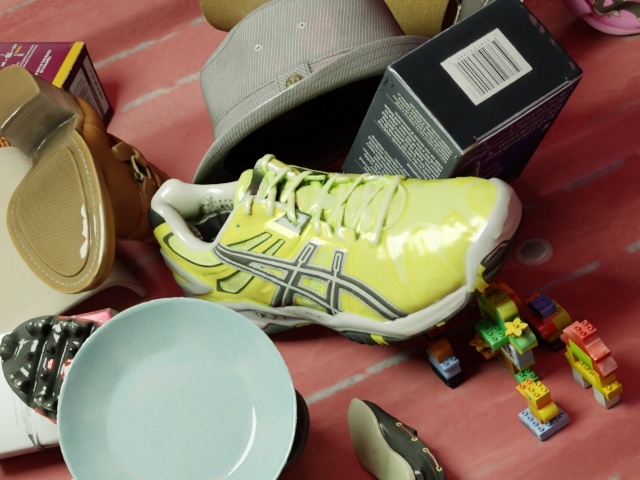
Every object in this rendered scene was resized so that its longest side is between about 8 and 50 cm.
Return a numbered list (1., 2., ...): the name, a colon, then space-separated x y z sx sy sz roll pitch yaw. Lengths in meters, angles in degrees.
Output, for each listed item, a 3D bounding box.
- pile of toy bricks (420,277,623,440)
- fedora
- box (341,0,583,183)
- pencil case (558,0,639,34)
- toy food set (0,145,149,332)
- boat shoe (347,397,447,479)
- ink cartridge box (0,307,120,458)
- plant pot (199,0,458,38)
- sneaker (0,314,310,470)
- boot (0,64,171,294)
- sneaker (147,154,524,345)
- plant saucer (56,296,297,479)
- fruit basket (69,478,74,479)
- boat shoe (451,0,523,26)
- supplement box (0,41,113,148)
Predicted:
1. pile of toy bricks: 0.157 0.073 1.646 0.118 0.105 0.212 -32 44 -13
2. fedora: -0.021 -0.154 1.819 0.275 0.244 0.124 -31 74 22
3. box: 0.126 -0.107 1.745 0.153 0.207 0.108 -34 76 -23
4. pencil case: 0.333 -0.394 2.028 0.167 0.160 0.386 16 47 -4
5. toy food set: -0.354 0.059 1.867 0.306 0.092 0.220 -34 56 -14
6. boat shoe: 0.063 0.178 1.621 0.042 0.049 0.133 -5 29 -26
7. ink cartridge box: -0.245 0.132 1.722 0.150 0.063 0.109 -12 81 7
8. plant pot: 0.041 -0.291 1.993 0.254 0.237 0.237 23 56 20
9. sneaker: -0.142 0.137 1.641 0.276 0.135 0.097 16 82 5
10. boot: -0.205 -0.026 1.810 0.109 0.220 0.283 -43 48 10
11. sneaker: 0.000 0.000 1.674 0.385 0.147 0.145 -10 45 37
12. plant saucer: -0.115 0.144 1.546 0.195 0.037 0.195 -1 74 2
13. fruit basket: -0.199 0.290 1.506 0.353 0.165 0.327 -30 37 -24
14. boat shoe: 0.170 -0.265 1.878 0.081 0.069 0.227 -23 34 61
15. supplement box: -0.333 -0.152 2.047 0.188 0.104 0.080 2 46 21
